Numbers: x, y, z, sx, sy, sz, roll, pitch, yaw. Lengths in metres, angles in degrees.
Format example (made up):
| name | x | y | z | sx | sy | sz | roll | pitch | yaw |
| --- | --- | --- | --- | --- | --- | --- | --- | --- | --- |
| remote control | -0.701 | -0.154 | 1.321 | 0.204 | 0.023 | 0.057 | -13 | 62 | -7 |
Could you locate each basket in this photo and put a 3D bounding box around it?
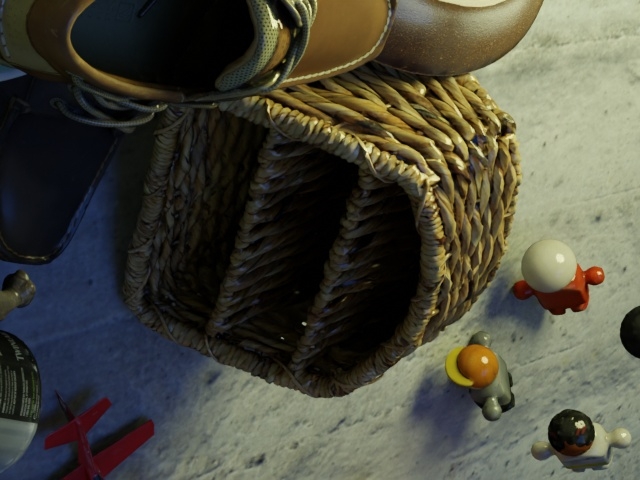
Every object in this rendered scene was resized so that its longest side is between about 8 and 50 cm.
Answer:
| name | x | y | z | sx | sy | sz | roll | pitch | yaw |
| --- | --- | --- | --- | --- | --- | --- | --- | --- | --- |
| basket | 0.000 | 0.000 | 1.197 | 0.223 | 0.213 | 0.299 | -25 | 153 | -34 |

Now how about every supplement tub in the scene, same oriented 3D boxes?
| name | x | y | z | sx | sy | sz | roll | pitch | yaw |
| --- | --- | --- | --- | --- | --- | --- | --- | --- | --- |
| supplement tub | -0.304 | 0.107 | 1.081 | 0.190 | 0.117 | 0.117 | 19 | 100 | -50 |

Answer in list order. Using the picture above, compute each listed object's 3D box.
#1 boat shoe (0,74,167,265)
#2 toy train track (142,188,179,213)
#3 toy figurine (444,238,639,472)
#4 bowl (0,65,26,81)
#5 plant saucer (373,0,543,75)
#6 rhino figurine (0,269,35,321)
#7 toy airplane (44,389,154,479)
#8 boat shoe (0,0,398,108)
| name | x | y | z | sx | sy | sz | roll | pitch | yaw |
| --- | --- | --- | --- | --- | --- | --- | --- | --- | --- |
| boat shoe | -0.169 | -0.137 | 1.056 | 0.132 | 0.130 | 0.355 | -3 | 116 | -45 |
| toy train track | -0.118 | -0.051 | 1.258 | 0.083 | 0.014 | 0.048 | -38 | 130 | -32 |
| toy figurine | 0.265 | 0.128 | 1.619 | 0.209 | 0.213 | 0.148 | -50 | 152 | -4 |
| bowl | -0.229 | -0.263 | 0.889 | 0.311 | 0.163 | 0.312 | -25 | 129 | -35 |
| plant saucer | 0.069 | -0.277 | 1.135 | 0.310 | 0.050 | 0.311 | 12 | 68 | -32 |
| rhino figurine | -0.276 | -0.043 | 1.016 | 0.106 | 0.073 | 0.243 | -45 | 123 | -55 |
| toy airplane | -0.201 | 0.187 | 1.310 | 0.151 | 0.028 | 0.151 | -25 | 130 | -33 |
| boat shoe | -0.066 | -0.129 | 0.924 | 0.324 | 0.120 | 0.123 | -8 | 121 | -44 |
